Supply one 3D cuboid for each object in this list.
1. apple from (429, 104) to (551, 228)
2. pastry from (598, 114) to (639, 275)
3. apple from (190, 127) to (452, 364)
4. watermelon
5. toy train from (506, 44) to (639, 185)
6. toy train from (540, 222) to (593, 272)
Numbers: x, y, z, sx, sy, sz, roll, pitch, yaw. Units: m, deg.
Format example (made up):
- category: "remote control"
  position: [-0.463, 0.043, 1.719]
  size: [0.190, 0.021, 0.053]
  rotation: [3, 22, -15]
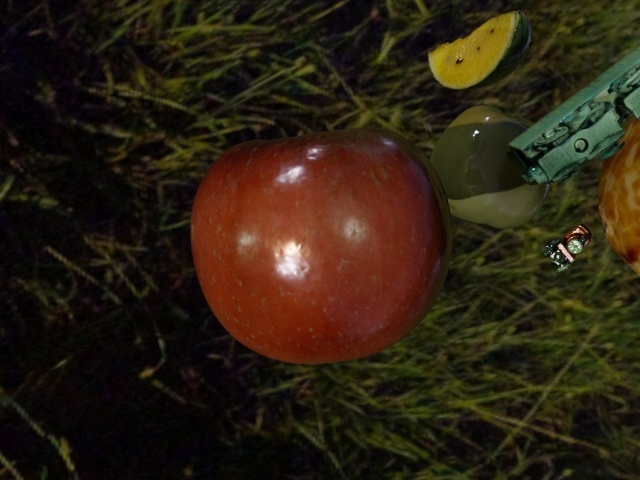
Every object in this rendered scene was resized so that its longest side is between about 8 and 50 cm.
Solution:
- category: "apple"
  position: [0.347, -0.144, 1.760]
  size: [0.262, 0.262, 0.262]
  rotation: [23, 58, -42]
- category: "pastry"
  position: [0.610, -0.089, 1.352]
  size: [0.313, 0.388, 0.388]
  rotation: [13, 56, -1]
- category: "apple"
  position: [0.000, 0.000, 1.115]
  size: [0.348, 0.348, 0.277]
  rotation: [-16, 100, -51]
- category: "watermelon"
  position: [0.338, -0.389, 1.834]
  size: [0.123, 0.301, 0.129]
  rotation: [-27, 96, -29]
- category: "toy train"
  position: [0.191, -0.086, 0.576]
  size: [0.038, 0.148, 0.071]
  rotation: [53, 3, -8]
- category: "toy train"
  position: [0.362, 0.010, 1.264]
  size: [0.044, 0.064, 0.103]
  rotation: [54, 22, 6]
